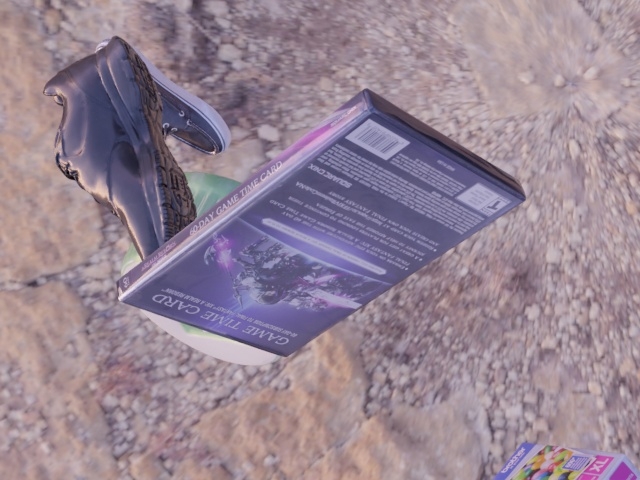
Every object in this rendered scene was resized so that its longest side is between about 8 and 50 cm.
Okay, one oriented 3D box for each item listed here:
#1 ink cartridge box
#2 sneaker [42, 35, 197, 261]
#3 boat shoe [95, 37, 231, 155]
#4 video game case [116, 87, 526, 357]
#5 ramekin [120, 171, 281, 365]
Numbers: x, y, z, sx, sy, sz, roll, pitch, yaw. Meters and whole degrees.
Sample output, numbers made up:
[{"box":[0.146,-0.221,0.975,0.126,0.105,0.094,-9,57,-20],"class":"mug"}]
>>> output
[{"box":[0.347,0.411,1.892,0.186,0.311,0.065,-45,102,-22],"class":"ink cartridge box"},{"box":[-0.223,-0.080,1.311,0.130,0.109,0.286,-22,68,7],"class":"sneaker"},{"box":[-0.219,-0.177,1.604,0.080,0.076,0.228,-14,134,44],"class":"boat shoe"},{"box":[0.000,0.000,0.946,0.274,0.196,0.026,-35,51,29],"class":"video game case"},{"box":[-0.145,0.052,1.750,0.303,0.303,0.148,24,61,8],"class":"ramekin"}]
